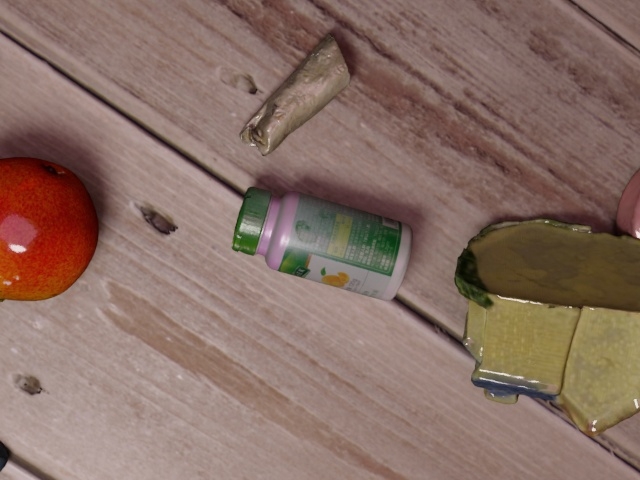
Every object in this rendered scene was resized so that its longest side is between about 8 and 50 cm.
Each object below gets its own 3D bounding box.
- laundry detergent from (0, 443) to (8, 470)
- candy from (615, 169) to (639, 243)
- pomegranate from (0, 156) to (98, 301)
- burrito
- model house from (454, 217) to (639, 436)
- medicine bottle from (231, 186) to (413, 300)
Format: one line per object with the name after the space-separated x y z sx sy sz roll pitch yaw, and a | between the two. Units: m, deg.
-0.604 0.396 1.315 0.096 0.061 0.206 43 90 -14 | laundry detergent
0.631 -0.035 1.377 0.255 0.094 0.255 0 93 -4 | candy
-0.454 -0.002 1.233 0.221 0.221 0.257 39 113 -6 | pomegranate
-0.036 -0.227 1.327 0.226 0.060 0.087 -44 95 -2 | burrito
0.380 0.140 1.320 0.321 0.261 0.266 7 118 15 | model house
0.000 0.000 1.307 0.274 0.133 0.133 17 92 -5 | medicine bottle
